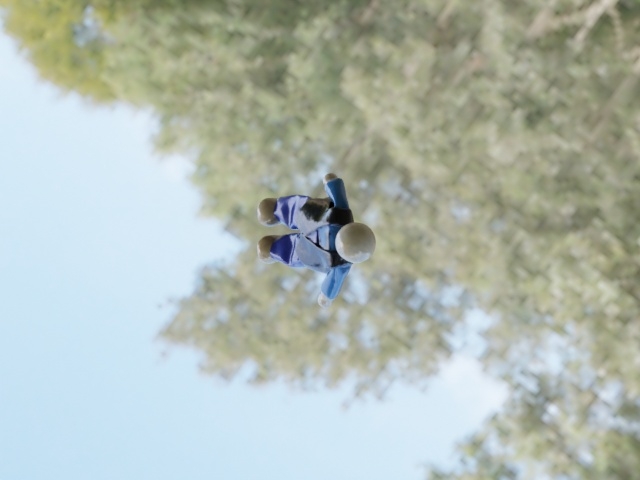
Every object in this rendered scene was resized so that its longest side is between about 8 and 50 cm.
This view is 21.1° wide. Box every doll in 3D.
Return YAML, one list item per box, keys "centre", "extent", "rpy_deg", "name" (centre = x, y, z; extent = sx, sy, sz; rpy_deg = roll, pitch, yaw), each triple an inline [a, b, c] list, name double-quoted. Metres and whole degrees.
- centre: [0.000, 0.000, 1.638]
  extent: [0.046, 0.129, 0.189]
  rpy_deg: [-1, -177, -28]
  name: "doll"
